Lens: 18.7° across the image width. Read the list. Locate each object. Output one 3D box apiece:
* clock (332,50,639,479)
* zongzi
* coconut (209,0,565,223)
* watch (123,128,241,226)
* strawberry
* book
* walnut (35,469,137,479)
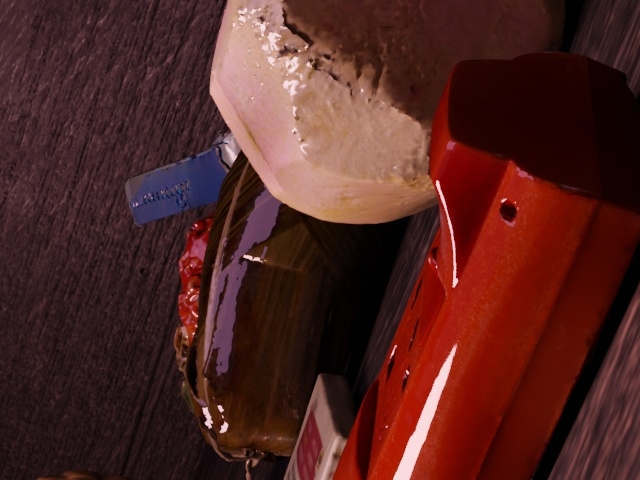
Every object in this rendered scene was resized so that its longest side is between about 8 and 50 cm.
[{"bbox_3d":[0.045,0.027,0.594,0.113,0.061,0.155,-79,7,-65],"label":"clock"},{"bbox_3d":[0.000,0.000,1.174,0.241,0.111,0.248,123,162,-50],"label":"zongzi"},{"bbox_3d":[0.027,-0.084,0.857,0.152,0.147,0.147,135,154,-77],"label":"coconut"},{"bbox_3d":[-0.067,-0.084,1.738,0.276,0.068,0.274,-28,9,3],"label":"watch"},{"bbox_3d":[-0.043,0.046,1.695,0.236,0.106,0.175,-72,-33,-41],"label":"strawberry"},{"bbox_3d":[-0.026,0.197,1.085,0.162,0.022,0.232,-114,43,-81],"label":"book"},{"bbox_3d":[-0.165,0.270,1.358,0.261,0.225,0.225,148,142,-77],"label":"walnut"}]
